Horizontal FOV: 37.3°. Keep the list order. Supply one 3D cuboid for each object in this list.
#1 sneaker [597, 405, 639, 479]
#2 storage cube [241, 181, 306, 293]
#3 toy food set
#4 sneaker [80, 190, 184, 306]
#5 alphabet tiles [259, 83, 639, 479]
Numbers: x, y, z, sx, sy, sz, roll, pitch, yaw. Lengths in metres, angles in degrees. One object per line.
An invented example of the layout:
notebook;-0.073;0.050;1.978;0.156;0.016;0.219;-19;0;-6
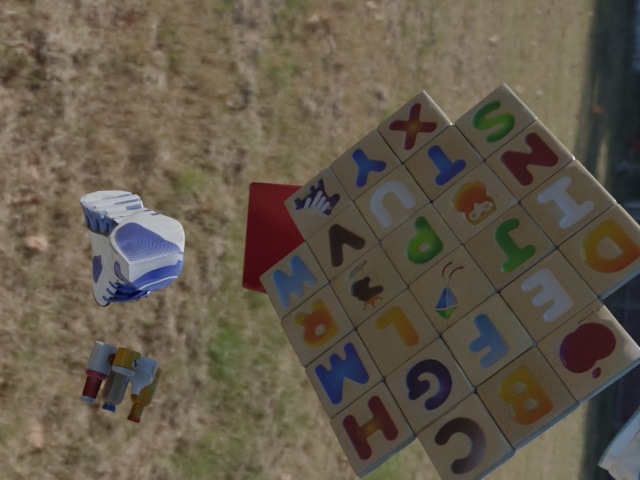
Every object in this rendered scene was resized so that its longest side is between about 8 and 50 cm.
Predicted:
sneaker;0.492;0.253;1.327;0.229;0.092;0.087;-50;160;-1
storage cube;0.000;0.000;1.607;0.183;0.193;0.215;1;94;-41
toy food set;-0.342;0.242;1.602;0.232;0.111;0.105;104;2;-76
sneaker;-0.318;0.042;1.629;0.127;0.315;0.182;-12;116;-26
alphabet tiles;0.096;0.022;0.784;0.011;0.285;0.342;43;13;-47
